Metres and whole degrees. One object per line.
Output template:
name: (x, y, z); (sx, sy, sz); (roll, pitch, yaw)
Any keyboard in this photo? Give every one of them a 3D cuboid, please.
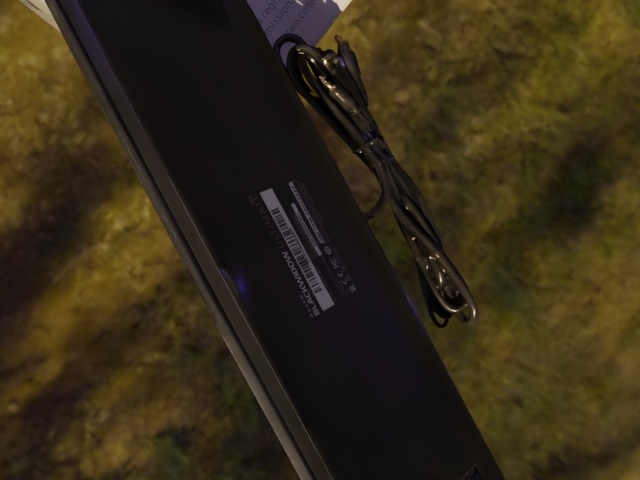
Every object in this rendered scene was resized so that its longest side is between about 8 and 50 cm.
keyboard: (0.000, 0.000, 0.565); (0.033, 0.317, 0.201); (-29, 178, 33)

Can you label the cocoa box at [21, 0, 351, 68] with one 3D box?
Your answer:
cocoa box: (-0.057, -0.268, 0.724); (0.347, 0.231, 0.228); (-52, -156, -2)
